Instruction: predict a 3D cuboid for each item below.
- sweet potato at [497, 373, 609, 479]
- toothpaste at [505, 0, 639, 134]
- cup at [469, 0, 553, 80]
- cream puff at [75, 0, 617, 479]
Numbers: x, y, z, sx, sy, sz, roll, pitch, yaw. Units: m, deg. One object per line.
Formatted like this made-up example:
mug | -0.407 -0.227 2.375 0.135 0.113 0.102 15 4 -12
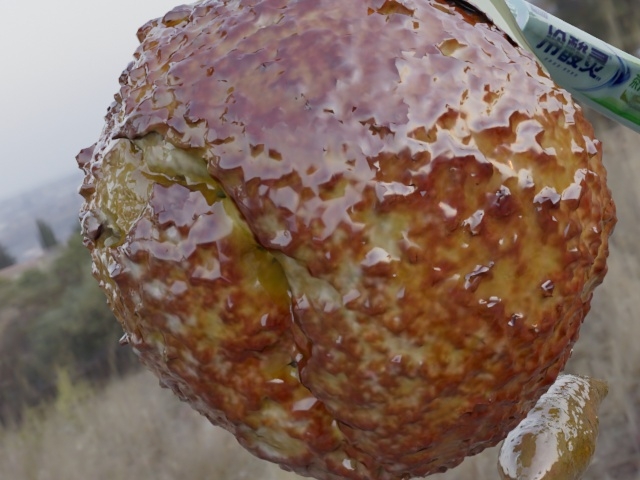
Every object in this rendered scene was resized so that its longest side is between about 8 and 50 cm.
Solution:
sweet potato | 0.152 0.126 0.888 0.060 0.068 0.206 6 19 24
toothpaste | 0.246 -0.149 1.228 0.296 0.075 0.048 21 3 -33
cup | 0.032 -0.101 0.907 0.173 0.202 0.255 -20 -19 -17
cream puff | 0.000 -0.001 0.588 0.240 0.240 0.164 -15 21 47
